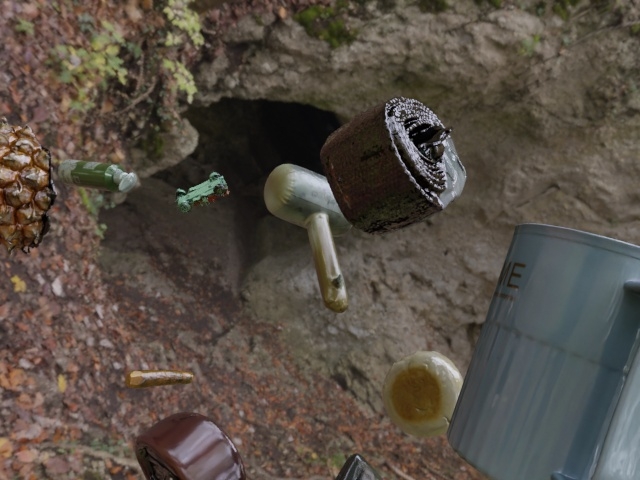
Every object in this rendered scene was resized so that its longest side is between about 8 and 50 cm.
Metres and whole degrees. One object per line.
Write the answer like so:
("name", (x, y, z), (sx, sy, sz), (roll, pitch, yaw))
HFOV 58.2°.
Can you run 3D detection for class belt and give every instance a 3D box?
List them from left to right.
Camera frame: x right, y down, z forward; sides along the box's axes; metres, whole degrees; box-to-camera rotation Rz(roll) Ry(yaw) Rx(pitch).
("belt", (0.130, -0.122, 0.871), (0.184, 0.164, 0.289), (60, 29, -2))

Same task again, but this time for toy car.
("toy car", (-0.315, -0.122, 1.524), (0.073, 0.143, 0.054), (60, -5, 44))

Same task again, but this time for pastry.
("pastry", (0.192, 0.283, 1.064), (0.092, 0.156, 0.156), (17, 48, -56))

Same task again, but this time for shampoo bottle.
("shampoo bottle", (-0.484, -0.139, 1.253), (0.065, 0.204, 0.065), (-25, 120, -56))

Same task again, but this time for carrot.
("carrot", (-0.367, 0.320, 1.326), (0.170, 0.042, 0.042), (15, 49, -49))

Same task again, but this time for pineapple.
("pineapple", (-0.639, -0.092, 0.967), (0.271, 0.262, 0.263), (-6, 69, -54))

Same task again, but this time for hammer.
("hammer", (0.000, 0.000, 1.080), (0.201, 0.113, 0.305), (16, 45, -34))

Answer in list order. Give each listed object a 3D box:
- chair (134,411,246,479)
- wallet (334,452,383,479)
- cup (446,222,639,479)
("chair", (-0.310, 0.458, 0.875), (0.401, 0.226, 0.227), (-34, 98, -37))
("wallet", (0.044, 0.468, 0.870), (0.169, 0.052, 0.245), (52, 49, -14))
("cup", (0.340, 0.171, 0.708), (0.256, 0.311, 0.331), (21, -1, -23))
